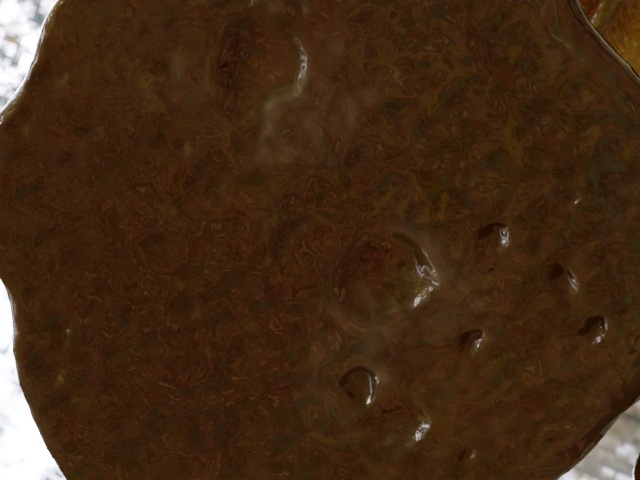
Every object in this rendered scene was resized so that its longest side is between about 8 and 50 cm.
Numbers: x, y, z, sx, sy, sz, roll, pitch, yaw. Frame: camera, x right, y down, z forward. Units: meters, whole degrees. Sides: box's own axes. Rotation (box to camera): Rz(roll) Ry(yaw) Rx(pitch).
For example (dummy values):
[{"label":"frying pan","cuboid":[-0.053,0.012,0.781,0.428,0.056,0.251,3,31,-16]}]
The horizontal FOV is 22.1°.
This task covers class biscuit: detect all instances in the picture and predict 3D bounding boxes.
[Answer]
[{"label":"biscuit","cuboid":[0.000,-0.001,0.877,0.365,0.385,0.062,62,-165,-9]}]

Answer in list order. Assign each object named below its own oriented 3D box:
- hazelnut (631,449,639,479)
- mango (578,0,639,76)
[{"label":"hazelnut","cuboid":[0.230,0.139,0.794,0.204,0.178,0.178,-22,-52,-45]},{"label":"mango","cuboid":[0.144,-0.041,1.090,0.199,0.201,0.350,40,-104,-45]}]
